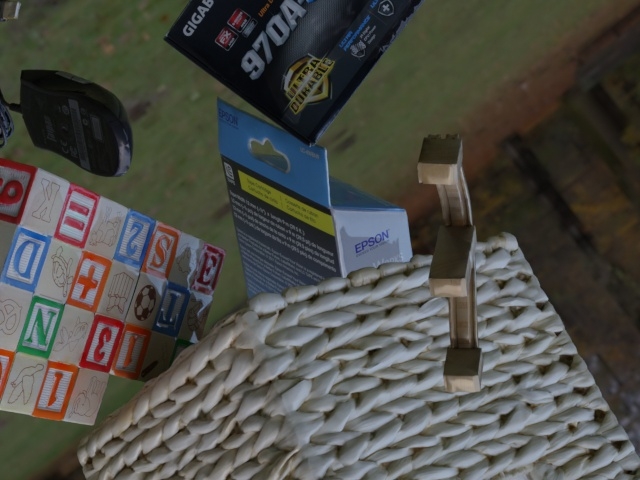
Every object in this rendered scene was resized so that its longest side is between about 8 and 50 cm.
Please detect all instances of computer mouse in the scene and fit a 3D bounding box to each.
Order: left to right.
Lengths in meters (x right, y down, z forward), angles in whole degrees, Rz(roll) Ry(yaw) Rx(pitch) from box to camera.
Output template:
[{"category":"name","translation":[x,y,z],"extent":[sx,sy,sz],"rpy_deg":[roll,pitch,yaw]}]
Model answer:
[{"category":"computer mouse","translation":[-0.288,-0.174,1.541],"extent":[0.262,0.184,0.060],"rpy_deg":[16,-144,39]}]

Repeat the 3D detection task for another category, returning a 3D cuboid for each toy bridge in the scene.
[{"category":"toy bridge","translation":[0.086,0.012,0.916],"extent":[0.026,0.188,0.063],"rpy_deg":[0,-143,13]}]

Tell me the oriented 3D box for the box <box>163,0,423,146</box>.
[{"category":"box","translation":[-0.011,-0.224,1.317],"extent":[0.220,0.175,0.051],"rpy_deg":[-51,-173,20]}]

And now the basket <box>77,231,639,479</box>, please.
[{"category":"basket","translation":[0.028,0.197,1.169],"extent":[0.328,0.266,0.331],"rpy_deg":[-13,161,-39]}]

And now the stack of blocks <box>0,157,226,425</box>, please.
[{"category":"stack of blocks","translation":[-0.198,0.051,1.119],"extent":[0.297,0.087,0.171],"rpy_deg":[26,79,-64]}]

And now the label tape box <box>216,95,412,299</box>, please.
[{"category":"label tape box","translation":[0.000,0.000,1.726],"extent":[0.115,0.348,0.249],"rpy_deg":[-23,-150,-28]}]
